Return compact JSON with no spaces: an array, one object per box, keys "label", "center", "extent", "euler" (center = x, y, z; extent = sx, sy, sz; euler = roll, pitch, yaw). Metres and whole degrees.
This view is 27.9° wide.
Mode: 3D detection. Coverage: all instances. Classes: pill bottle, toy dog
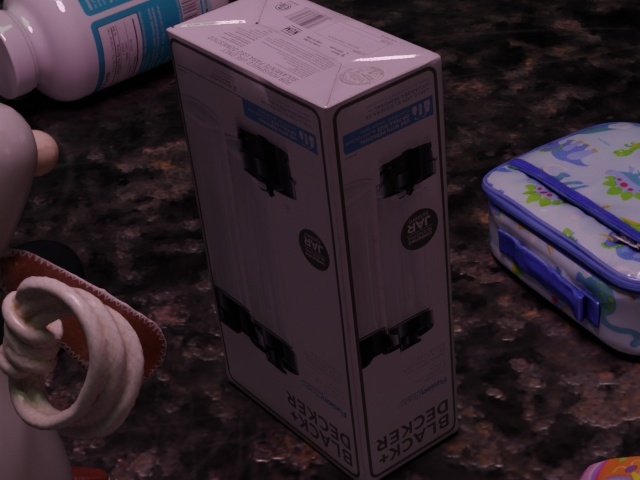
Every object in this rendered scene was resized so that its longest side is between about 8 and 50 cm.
[{"label":"pill bottle","center":[-0.240,-0.242,1.397],"extent":[0.264,0.146,0.146],"euler":[-28,38,-32]},{"label":"toy dog","center":[-0.176,0.082,0.769],"extent":[0.220,0.334,0.161],"euler":[43,35,21]}]

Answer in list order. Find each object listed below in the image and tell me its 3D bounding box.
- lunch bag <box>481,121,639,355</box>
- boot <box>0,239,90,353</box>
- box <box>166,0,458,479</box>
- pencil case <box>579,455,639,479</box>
[{"label":"lunch bag","center":[0.240,-0.008,1.004],"extent":[0.176,0.090,0.219],"euler":[-22,34,-18]},{"label":"boot","center":[-0.259,0.008,0.949],"extent":[0.094,0.207,0.246],"euler":[5,33,18]},{"label":"box","center":[0.000,0.000,0.843],"extent":[0.087,0.290,0.169],"euler":[-28,40,-29]},{"label":"pencil case","center":[0.137,0.231,0.623],"extent":[0.124,0.124,0.284],"euler":[11,37,25]}]
